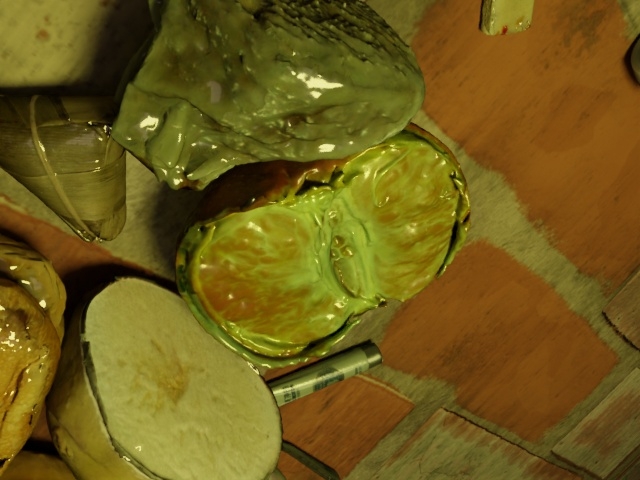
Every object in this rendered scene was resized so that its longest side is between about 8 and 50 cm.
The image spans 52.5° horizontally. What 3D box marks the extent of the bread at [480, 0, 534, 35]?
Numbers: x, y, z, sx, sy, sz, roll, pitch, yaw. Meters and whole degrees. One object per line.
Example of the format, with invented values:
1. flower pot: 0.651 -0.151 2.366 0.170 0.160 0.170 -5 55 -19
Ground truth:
1. bread: 0.230 -0.323 0.773 0.068 0.028 0.154 -16 127 -18

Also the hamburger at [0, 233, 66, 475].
1. hamburger: -0.405 0.111 0.608 0.318 0.158 0.319 -10 119 -19

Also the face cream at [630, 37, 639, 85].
1. face cream: 0.516 -0.254 0.935 0.104 0.117 0.117 24 108 -31

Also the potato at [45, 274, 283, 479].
1. potato: -0.213 0.206 0.761 0.196 0.246 0.300 -31 111 24

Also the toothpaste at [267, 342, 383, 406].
1. toothpaste: -0.016 0.218 1.014 0.239 0.039 0.062 -19 137 -15

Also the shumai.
1. shumai: -0.050 -0.137 0.615 0.260 0.225 0.222 16 125 -13

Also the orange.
1. orange: -0.002 -0.004 0.753 0.334 0.196 0.262 -35 120 -9

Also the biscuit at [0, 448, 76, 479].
1. biscuit: -0.432 0.382 0.840 0.296 0.102 0.296 -14 128 -18

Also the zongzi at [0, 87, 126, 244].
1. zongzi: -0.278 -0.067 0.627 0.176 0.078 0.160 -3 125 -17

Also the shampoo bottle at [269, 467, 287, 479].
1. shampoo bottle: -0.145 0.401 0.991 0.222 0.151 0.349 -22 132 -23

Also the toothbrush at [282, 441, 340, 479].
1. toothbrush: -0.038 0.364 1.112 0.030 0.030 0.297 -47 133 -7
